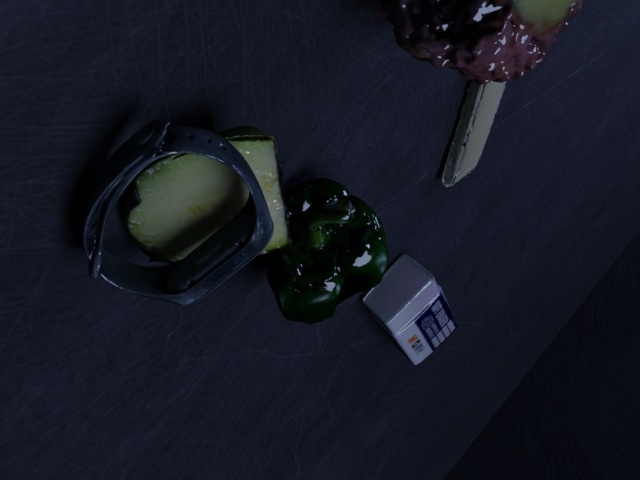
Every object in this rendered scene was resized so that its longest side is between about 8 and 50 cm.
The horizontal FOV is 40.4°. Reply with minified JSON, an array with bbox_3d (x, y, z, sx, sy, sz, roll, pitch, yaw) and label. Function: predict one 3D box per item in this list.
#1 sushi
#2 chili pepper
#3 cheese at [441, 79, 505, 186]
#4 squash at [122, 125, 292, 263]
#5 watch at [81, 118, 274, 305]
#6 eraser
[{"bbox_3d":[0.195,-0.317,0.980,0.171,0.236,0.270,10,121,-49],"label":"sushi"},{"bbox_3d":[0.000,0.000,1.163,0.174,0.165,0.261,-23,150,-9],"label":"chili pepper"},{"bbox_3d":[0.266,-0.252,1.367,0.085,0.034,0.400,-28,146,-34],"label":"cheese"},{"bbox_3d":[-0.136,-0.059,1.004,0.184,0.085,0.192,-12,135,-6],"label":"squash"},{"bbox_3d":[-0.161,-0.023,0.928,0.206,0.068,0.193,-35,128,14],"label":"watch"},{"bbox_3d":[0.175,0.140,1.671,0.130,0.086,0.287,-46,152,-4],"label":"eraser"}]
